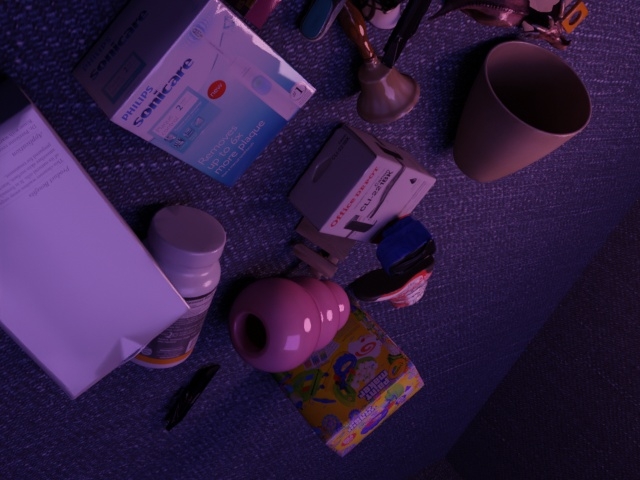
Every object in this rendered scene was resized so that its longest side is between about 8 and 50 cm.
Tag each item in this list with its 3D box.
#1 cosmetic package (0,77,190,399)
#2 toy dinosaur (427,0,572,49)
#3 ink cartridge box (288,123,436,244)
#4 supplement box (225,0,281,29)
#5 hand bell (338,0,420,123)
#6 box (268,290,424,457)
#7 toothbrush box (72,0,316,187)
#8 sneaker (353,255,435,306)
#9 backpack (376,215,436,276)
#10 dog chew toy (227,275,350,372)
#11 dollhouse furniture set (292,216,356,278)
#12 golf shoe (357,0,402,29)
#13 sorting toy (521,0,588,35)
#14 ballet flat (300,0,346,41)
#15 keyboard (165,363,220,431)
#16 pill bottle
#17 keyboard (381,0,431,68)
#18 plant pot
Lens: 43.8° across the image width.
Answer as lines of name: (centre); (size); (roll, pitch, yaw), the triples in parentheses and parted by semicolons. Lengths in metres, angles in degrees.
cosmetic package: (-0.373, 0.005, 1.077); (0.217, 0.156, 0.385); (-36, 127, -11)
toy dinosaur: (0.346, -0.433, 1.475); (0.295, 0.200, 0.127); (-16, 141, -38)
ink cartridge box: (0.092, -0.108, 1.670); (0.197, 0.114, 0.272); (-52, 149, 17)
supplement box: (-0.106, -0.353, 1.148); (0.055, 0.083, 0.043); (-50, 150, 10)
hand bell: (0.081, -0.334, 1.414); (0.126, 0.126, 0.242); (-40, 137, -5)
box: (0.060, 0.344, 2.047); (0.290, 0.279, 0.177); (-40, 150, -5)
toothbrush box: (-0.175, -0.235, 1.176); (0.216, 0.126, 0.295); (-47, 149, 7)
sneaker: (0.192, 0.137, 2.132); (0.270, 0.090, 0.145); (-26, 144, -33)
backpack: (0.177, 0.016, 1.720); (0.120, 0.101, 0.098); (-37, 150, -1)
dog chew toy: (-0.051, 0.170, 1.784); (0.331, 0.206, 0.207); (-13, 139, -53)
dollhouse furniture set: (0.000, 0.000, 1.788); (0.144, 0.123, 0.151); (-56, -177, 21)
golf shoe: (0.111, -0.409, 1.332); (0.077, 0.094, 0.198); (-42, 152, -4)
sorting toy: (0.488, -0.542, 1.668); (0.196, 0.047, 0.347); (-41, 150, 4)
ballet flat: (0.020, -0.399, 1.289); (0.168, 0.057, 0.052); (-53, 177, 23)
keyboard: (-0.314, 0.368, 1.888); (0.192, 0.038, 0.100); (-55, 172, 18)
pill bottle: (-0.271, 0.084, 1.433); (0.162, 0.162, 0.278); (-12, 138, -42)
keyboard: (0.181, -0.433, 1.334); (0.317, 0.033, 0.201); (-61, 175, -8)
plant pot: (0.415, -0.255, 1.779); (0.256, 0.256, 0.274); (-23, 160, -31)
